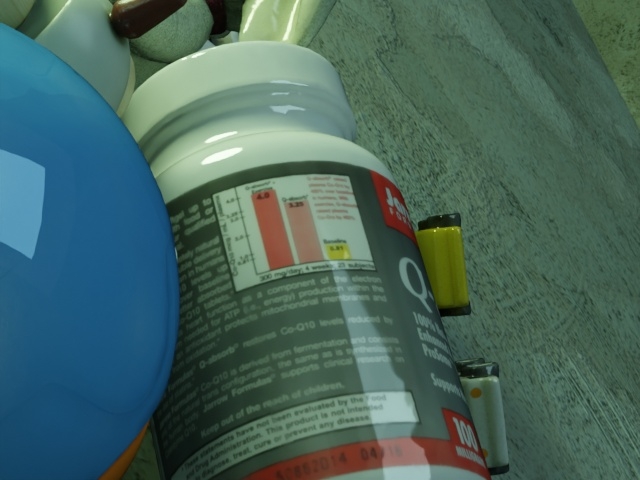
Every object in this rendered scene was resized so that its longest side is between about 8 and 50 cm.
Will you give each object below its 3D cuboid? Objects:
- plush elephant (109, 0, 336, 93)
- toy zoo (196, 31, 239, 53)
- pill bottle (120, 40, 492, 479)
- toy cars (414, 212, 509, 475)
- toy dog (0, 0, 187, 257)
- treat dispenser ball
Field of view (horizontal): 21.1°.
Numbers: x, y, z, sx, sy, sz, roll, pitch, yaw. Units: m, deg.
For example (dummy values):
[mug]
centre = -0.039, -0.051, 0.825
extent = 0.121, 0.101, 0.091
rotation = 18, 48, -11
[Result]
[plush elephant]
centre = -0.122, -0.224, 1.401
extent = 0.330, 0.255, 0.272
rotation = 54, -15, -26
[toy zoo]
centre = -0.161, -0.269, 1.769
extent = 0.192, 0.030, 0.293
rotation = 37, 26, -36
[pill bottle]
centre = -0.025, 0.057, 1.175
extent = 0.210, 0.210, 0.363
rotation = 26, 42, -51
[toy cars]
centre = 0.110, 0.097, 1.664
extent = 0.394, 0.087, 0.176
rotation = -99, -177, -50
[toy dog]
centre = -0.156, -0.043, 1.058
extent = 0.220, 0.161, 0.334
rotation = 5, 76, -64
[treat dispenser ball]
centre = -0.210, 0.029, 0.810
extent = 0.288, 0.288, 0.288
rotation = 44, 22, -23
